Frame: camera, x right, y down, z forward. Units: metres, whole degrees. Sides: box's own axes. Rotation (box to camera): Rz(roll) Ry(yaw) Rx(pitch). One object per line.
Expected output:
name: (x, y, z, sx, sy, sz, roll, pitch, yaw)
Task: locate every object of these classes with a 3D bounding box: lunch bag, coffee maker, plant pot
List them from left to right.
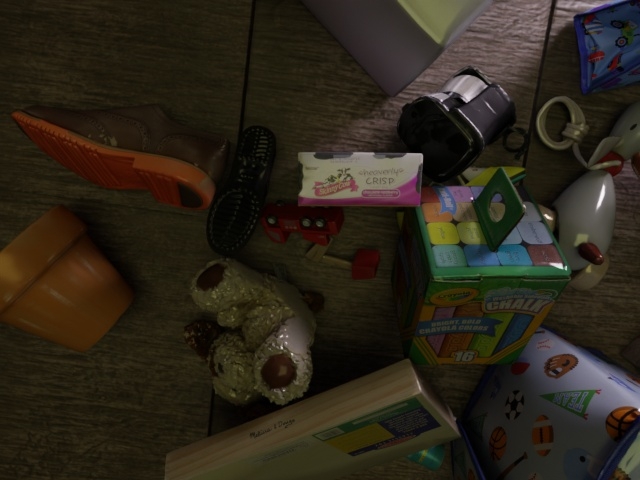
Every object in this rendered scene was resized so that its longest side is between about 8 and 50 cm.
plant pot: (-0.424, 0.077, 0.704, 0.205, 0.205, 0.188, -43, 112, 6)
coffee maker: (0.224, -0.168, 0.645, 0.171, 0.178, 0.120, 30, 136, 19)
lunch bag: (0.357, 0.366, 0.661, 0.239, 0.328, 0.385, 25, 101, -3)
lunch bag: (0.542, -0.315, 0.581, 0.221, 0.293, 0.138, -11, 98, 2)

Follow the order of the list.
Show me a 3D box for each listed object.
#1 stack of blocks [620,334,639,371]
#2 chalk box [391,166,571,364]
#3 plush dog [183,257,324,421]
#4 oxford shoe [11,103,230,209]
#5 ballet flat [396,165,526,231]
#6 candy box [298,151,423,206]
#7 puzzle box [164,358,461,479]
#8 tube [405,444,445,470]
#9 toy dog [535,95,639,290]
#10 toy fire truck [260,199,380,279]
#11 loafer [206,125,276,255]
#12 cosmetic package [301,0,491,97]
stack of blocks: (0.700, 0.281, 0.768, 0.297, 0.087, 0.171, 40, 96, -5)
chalk box: (0.215, 0.034, 0.623, 0.179, 0.180, 0.289, -1, 136, 1)
plush dog: (-0.113, 0.180, 0.736, 0.262, 0.210, 0.225, 47, 112, 22)
oxford shoe: (-0.326, -0.163, 0.715, 0.363, 0.130, 0.133, 19, 65, 4)
ballet flat: (0.232, -0.080, 0.731, 0.231, 0.077, 0.077, -33, 80, 7)
candy box: (0.049, -0.091, 0.646, 0.159, 0.233, 0.071, 1, 98, 1)
puzzle box: (0.003, 0.329, 0.691, 0.409, 0.052, 0.272, -25, 137, 12)
tube: (0.129, 0.362, 0.807, 0.207, 0.052, 0.080, 24, 89, 3)
toy dog: (0.454, -0.074, 0.682, 0.220, 0.161, 0.334, 10, 98, -2)
toy fire truck: (0.000, 0.000, 0.738, 0.192, 0.047, 0.135, 4, 134, 21)
loafer: (-0.121, -0.077, 0.717, 0.080, 0.078, 0.220, 21, 86, 4)
cosmetic package: (0.149, -0.464, 0.545, 0.393, 0.329, 0.327, -44, 97, 7)
